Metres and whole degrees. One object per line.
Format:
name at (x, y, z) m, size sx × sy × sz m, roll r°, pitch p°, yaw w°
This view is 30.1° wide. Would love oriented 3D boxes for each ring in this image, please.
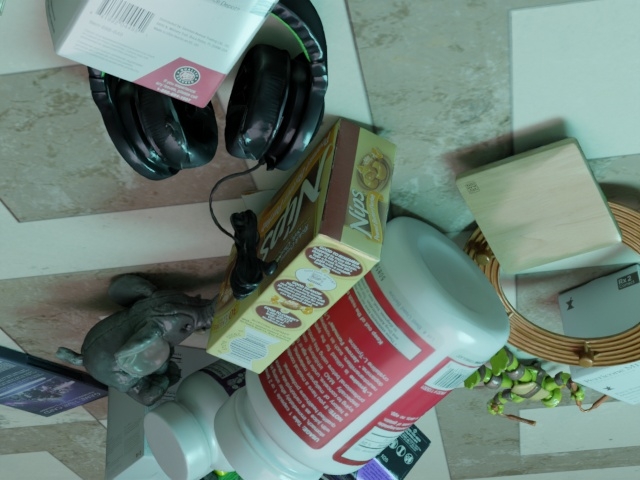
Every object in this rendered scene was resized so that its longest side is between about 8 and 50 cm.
ring at (0.360, 0.071, 1.681) m, size 0.337 × 0.032 × 0.336 m, roll 12°, pitch 135°, yaw 12°

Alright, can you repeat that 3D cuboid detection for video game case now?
video game case at (-0.536, 0.256, 2.135) m, size 0.196 × 0.026 × 0.274 m, roll -22°, pitch 148°, yaw 34°

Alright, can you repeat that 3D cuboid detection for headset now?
headset at (-0.108, -0.114, 1.260) m, size 0.243 × 0.185 × 0.394 m, roll -4°, pitch 142°, yaw 4°

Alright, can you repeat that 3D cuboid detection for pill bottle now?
pill bottle at (-0.121, 0.262, 1.887) m, size 0.301 × 0.169 × 0.169 m, roll -26°, pitch 167°, yaw -32°
pill bottle at (0.045, 0.176, 1.658) m, size 0.229 × 0.229 × 0.408 m, roll 25°, pitch 120°, yaw -42°

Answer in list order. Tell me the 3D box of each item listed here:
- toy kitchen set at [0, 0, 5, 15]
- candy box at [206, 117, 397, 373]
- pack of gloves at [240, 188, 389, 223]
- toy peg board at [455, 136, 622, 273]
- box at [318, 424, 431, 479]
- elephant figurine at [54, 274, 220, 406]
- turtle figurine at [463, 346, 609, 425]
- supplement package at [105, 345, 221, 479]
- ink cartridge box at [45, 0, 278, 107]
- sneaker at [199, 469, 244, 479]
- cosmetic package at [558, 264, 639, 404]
toy kitchen set at (-0.349, -0.258, 1.133) m, size 0.083 × 0.075 × 0.068 m, roll -20°, pitch 137°, yaw -59°
candy box at (-0.028, 0.014, 1.482) m, size 0.088 × 0.183 × 0.316 m, roll 24°, pitch 140°, yaw -18°
pack of gloves at (0.000, 0.000, 1.651) m, size 0.195 × 0.046 × 0.232 m, roll -4°, pitch 153°, yaw 1°
toy peg board at (0.281, -0.059, 1.519) m, size 0.161 × 0.079 × 0.160 m, roll -18°, pitch 120°, yaw 27°
box at (0.037, 0.344, 2.077) m, size 0.165 × 0.143 × 0.270 m, roll 47°, pitch 158°, yaw -16°
elephant figurine at (-0.255, 0.126, 1.795) m, size 0.186 × 0.169 × 0.239 m, roll -39°, pitch 169°, yaw -42°
turtle figurine at (0.377, 0.253, 2.141) m, size 0.217 × 0.087 × 0.269 m, roll 27°, pitch 150°, yaw -32°
supplement package at (-0.271, 0.309, 2.066) m, size 0.149 × 0.203 × 0.194 m, roll 11°, pitch 151°, yaw -26°
ink cartridge box at (-0.118, -0.243, 1.031) m, size 0.159 × 0.092 × 0.218 m, roll 18°, pitch 126°, yaw -35°
sneaker at (-0.119, 0.423, 2.226) m, size 0.146 × 0.343 × 0.134 m, roll 46°, pitch 124°, yaw 0°
cosmetic package at (0.495, 0.152, 1.876) m, size 0.184 × 0.151 × 0.151 m, roll 22°, pitch 142°, yaw -40°
